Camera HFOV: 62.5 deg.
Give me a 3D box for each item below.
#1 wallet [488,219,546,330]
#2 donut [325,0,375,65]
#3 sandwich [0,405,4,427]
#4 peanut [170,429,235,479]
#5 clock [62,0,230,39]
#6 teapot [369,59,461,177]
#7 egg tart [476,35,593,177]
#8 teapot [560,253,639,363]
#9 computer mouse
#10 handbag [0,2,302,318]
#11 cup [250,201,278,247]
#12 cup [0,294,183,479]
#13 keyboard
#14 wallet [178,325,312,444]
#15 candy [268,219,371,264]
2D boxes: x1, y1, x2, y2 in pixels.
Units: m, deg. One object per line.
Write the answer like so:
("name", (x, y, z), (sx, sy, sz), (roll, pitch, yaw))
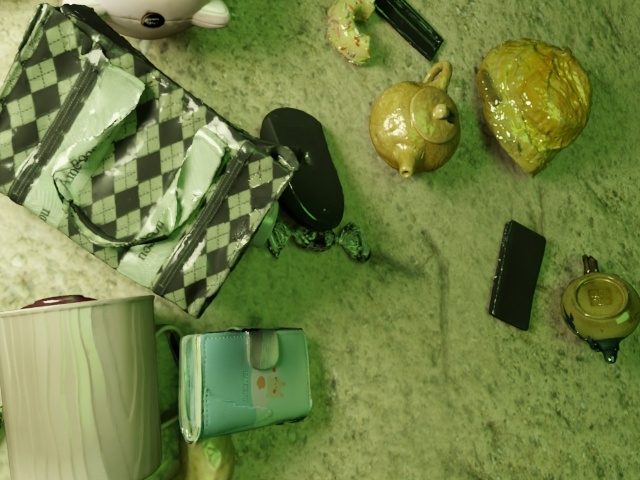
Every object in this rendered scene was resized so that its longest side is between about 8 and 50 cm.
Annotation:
("wallet", (0.474, 0.083, 1.265), (0.124, 0.025, 0.244), (24, 72, -20))
("donut", (0.069, -0.475, 1.144), (0.108, 0.065, 0.166), (16, 76, -21))
("sandwich", (-0.530, 0.282, 0.783), (0.101, 0.026, 0.069), (9, 80, -22))
("peanut", (-0.204, 0.408, 0.871), (0.117, 0.101, 0.263), (29, 70, -39))
("clock", (-0.311, -0.516, 0.880), (0.368, 0.250, 0.377), (-8, 79, -24))
("teapot", (0.223, -0.261, 1.126), (0.203, 0.167, 0.311), (30, 71, -17))
("egg tart", (0.542, -0.361, 1.297), (0.351, 0.153, 0.340), (-32, 93, -26))
("teapot", (0.681, 0.166, 1.290), (0.183, 0.173, 0.270), (55, 32, -46))
("computer mouse", (-0.041, -0.130, 1.030), (0.137, 0.086, 0.270), (-3, 68, -37))
("handbag", (-0.260, -0.117, 0.800), (0.416, 0.180, 0.317), (36, 111, -10))
("cup", (-0.148, -0.070, 0.964), (0.133, 0.099, 0.136), (22, 86, -19))
("cup", (-0.340, 0.216, 0.807), (0.208, 0.288, 0.273), (-7, 85, 11))
("keyboard", (0.185, -0.527, 1.231), (0.250, 0.017, 0.087), (39, 68, -15))
("wallet", (-0.121, 0.235, 0.902), (0.250, 0.075, 0.176), (9, 72, -47))
("candy", (0.000, 0.000, 1.051), (0.226, 0.051, 0.094), (8, 82, -23))
